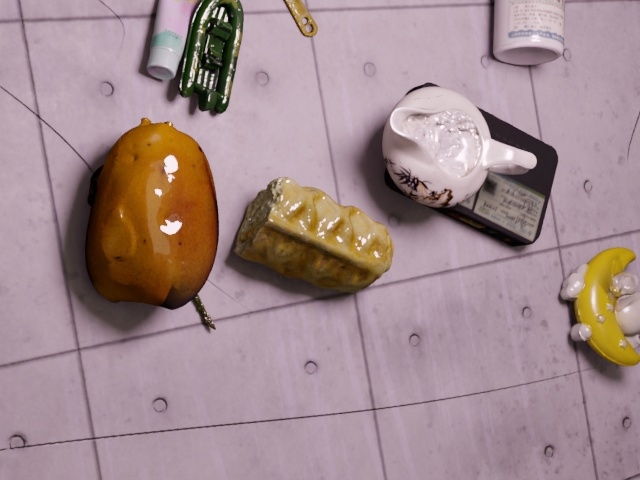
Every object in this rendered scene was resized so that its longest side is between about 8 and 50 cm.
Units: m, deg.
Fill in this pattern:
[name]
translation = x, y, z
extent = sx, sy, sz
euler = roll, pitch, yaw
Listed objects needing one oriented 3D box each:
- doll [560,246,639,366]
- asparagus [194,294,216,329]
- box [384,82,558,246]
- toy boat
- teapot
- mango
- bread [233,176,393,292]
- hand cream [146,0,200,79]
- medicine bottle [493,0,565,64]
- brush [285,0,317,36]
[doll]
translation = 0.604, 0.138, 1.973
extent = 0.252, 0.111, 0.237
euler = -22, 82, -29
[asparagus]
translation = -0.210, 0.074, 1.555
extent = 0.163, 0.016, 0.016
euler = 61, 35, -12
[box]
translation = 0.290, -0.138, 1.842
extent = 0.350, 0.058, 0.211
euler = 24, 76, -27
[toy boat]
translation = -0.173, -0.309, 1.584
extent = 0.104, 0.052, 0.210
euler = 21, 76, -40
[teapot]
translation = 0.227, -0.162, 1.693
extent = 0.299, 0.166, 0.209
euler = 8, 70, -19
[mango]
translation = -0.246, -0.040, 1.465
extent = 0.201, 0.152, 0.288
euler = 1, 87, -38
[bread]
translation = 0.000, 0.000, 1.621
extent = 0.267, 0.130, 0.152
euler = 23, 111, -27
[hand cream]
translation = -0.238, -0.344, 1.561
extent = 0.076, 0.047, 0.174
euler = 22, 66, -27
[medicine bottle]
translation = 0.406, -0.470, 1.891
extent = 0.139, 0.139, 0.237
euler = 8, 81, -29
[brush]
translation = -0.067, -0.449, 1.684
extent = 0.082, 0.010, 0.218
euler = -37, 104, -27
